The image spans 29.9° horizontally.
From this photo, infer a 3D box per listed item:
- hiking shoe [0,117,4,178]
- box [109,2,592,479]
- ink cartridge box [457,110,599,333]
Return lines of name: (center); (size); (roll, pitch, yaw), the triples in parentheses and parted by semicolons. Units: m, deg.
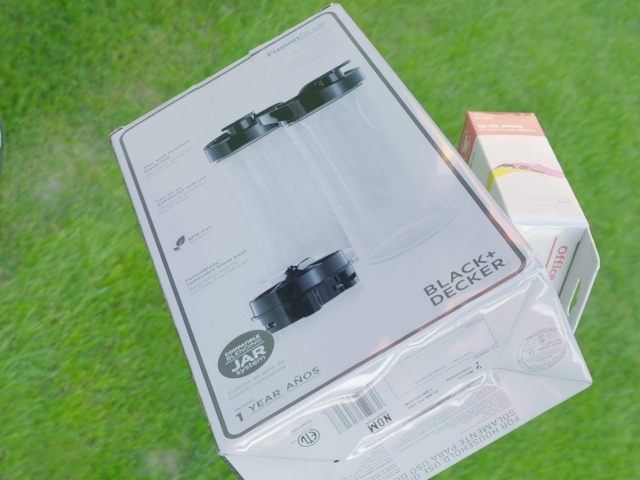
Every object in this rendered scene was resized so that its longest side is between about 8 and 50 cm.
hiking shoe: (-0.260, -0.132, 0.781); (0.113, 0.304, 0.132); (6, 60, -4)
box: (0.000, 0.000, 0.647); (0.087, 0.169, 0.290); (59, 0, -39)
ink cartridge box: (0.162, -0.006, 1.001); (0.067, 0.115, 0.198); (0, 39, -11)
